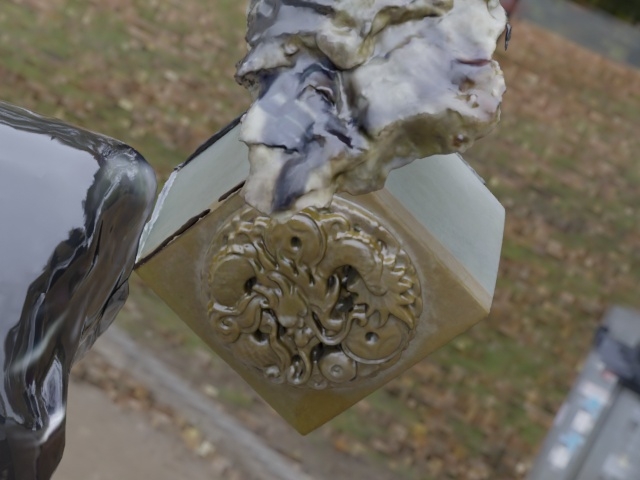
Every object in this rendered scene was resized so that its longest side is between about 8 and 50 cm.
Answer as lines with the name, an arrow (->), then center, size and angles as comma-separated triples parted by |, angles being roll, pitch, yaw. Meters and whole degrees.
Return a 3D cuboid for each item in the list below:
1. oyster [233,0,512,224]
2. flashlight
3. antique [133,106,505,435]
oyster -> 0.007, -0.078, 0.614 | 0.051, 0.103, 0.148 | 49, 19, -39
flashlight -> -0.246, -0.043, 0.401 | 0.424, 0.103, 0.103 | 19, 5, 0
antique -> 0.000, 0.000, 1.034 | 0.152, 0.146, 0.148 | 45, 28, -17
